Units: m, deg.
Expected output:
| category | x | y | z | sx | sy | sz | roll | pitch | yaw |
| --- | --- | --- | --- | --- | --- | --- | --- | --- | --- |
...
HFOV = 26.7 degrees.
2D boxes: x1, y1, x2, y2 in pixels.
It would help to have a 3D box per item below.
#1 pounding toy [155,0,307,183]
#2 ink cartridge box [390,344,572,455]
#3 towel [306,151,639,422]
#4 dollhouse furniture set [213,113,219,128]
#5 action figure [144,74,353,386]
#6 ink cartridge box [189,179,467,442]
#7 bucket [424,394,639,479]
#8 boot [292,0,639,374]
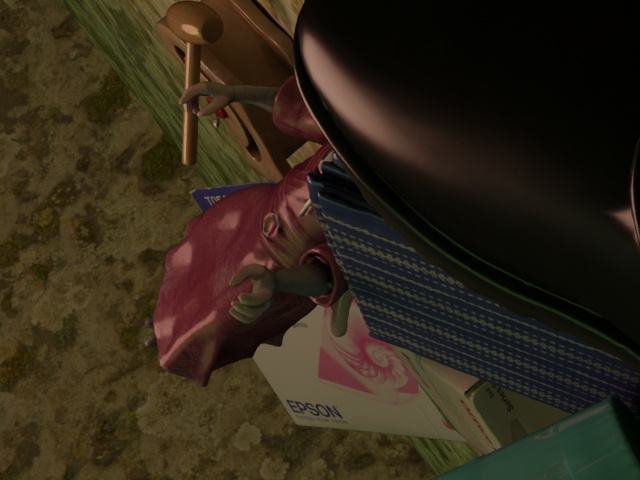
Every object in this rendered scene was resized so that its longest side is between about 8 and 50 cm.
| category | x | y | z | sx | sy | sz | roll | pitch | yaw |
| --- | --- | --- | --- | --- | --- | --- | --- | --- | --- |
| pounding toy | -0.103 | -0.146 | 1.311 | 0.154 | 0.155 | 0.269 | 41 | 167 | 40 |
| ink cartridge box | 0.162 | 0.138 | 1.291 | 0.154 | 0.093 | 0.212 | 55 | 174 | -23 |
| towel | 0.125 | 0.047 | 0.956 | 0.243 | 0.040 | 0.336 | 21 | 164 | 16 |
| dollhouse furniture set | -0.102 | -0.177 | 1.454 | 0.091 | 0.081 | 0.114 | 50 | 173 | 17 |
| action figure | 0.000 | 0.000 | 1.151 | 0.370 | 0.276 | 0.248 | -38 | 47 | 47 |
| ink cartridge box | 0.011 | 0.082 | 1.510 | 0.324 | 0.071 | 0.330 | -3 | 127 | 50 |
| bucket | 0.184 | 0.255 | 0.928 | 0.281 | 0.183 | 0.281 | 55 | -166 | -20 |
| boot | 0.093 | -0.083 | 0.316 | 0.367 | 0.146 | 0.445 | 38 | 172 | 25 |
